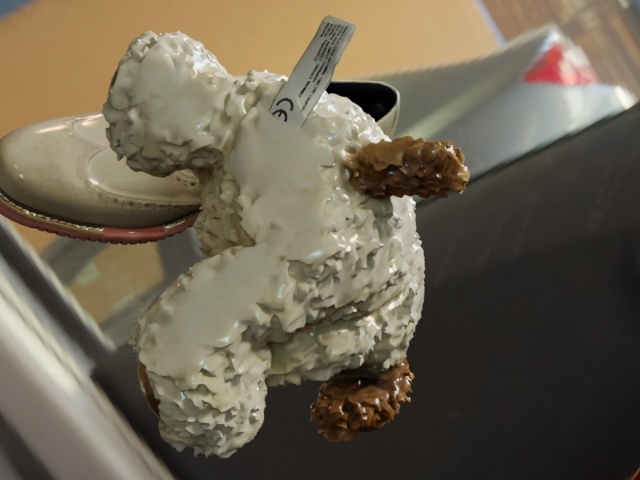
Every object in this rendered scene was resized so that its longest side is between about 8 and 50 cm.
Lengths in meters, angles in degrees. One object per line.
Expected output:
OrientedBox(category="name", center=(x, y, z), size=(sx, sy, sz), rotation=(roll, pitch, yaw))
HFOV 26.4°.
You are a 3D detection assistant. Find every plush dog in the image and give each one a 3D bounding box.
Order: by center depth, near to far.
OrientedBox(category="plush dog", center=(0.000, 0.000, 0.846), size=(0.211, 0.262, 0.225), rotation=(-14, -18, 11))

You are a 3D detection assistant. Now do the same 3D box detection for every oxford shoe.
OrientedBox(category="oxford shoe", center=(-0.097, -0.086, 1.090), size=(0.348, 0.123, 0.130), rotation=(-9, -33, -30))

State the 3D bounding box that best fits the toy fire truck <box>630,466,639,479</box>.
OrientedBox(category="toy fire truck", center=(0.213, 0.250, 0.606), size=(0.253, 0.169, 0.302), rotation=(-66, 14, 6))
